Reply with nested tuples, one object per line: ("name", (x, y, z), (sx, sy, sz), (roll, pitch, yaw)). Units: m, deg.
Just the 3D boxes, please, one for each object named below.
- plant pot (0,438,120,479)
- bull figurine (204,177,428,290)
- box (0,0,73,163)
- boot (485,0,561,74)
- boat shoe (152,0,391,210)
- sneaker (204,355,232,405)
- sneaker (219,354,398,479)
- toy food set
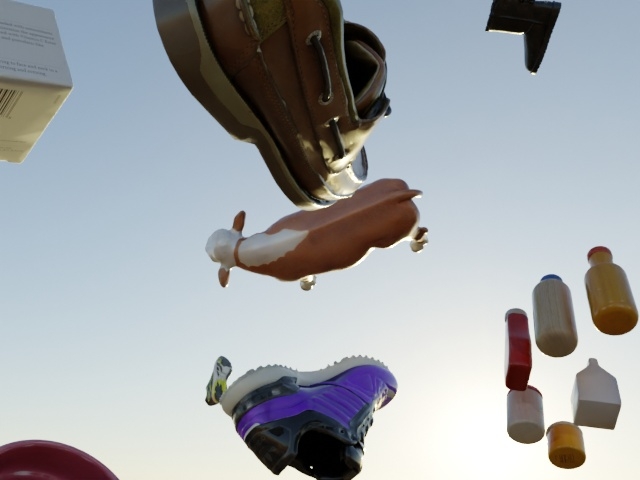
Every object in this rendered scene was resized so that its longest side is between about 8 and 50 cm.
("plant pot", (-0.329, 0.354, 0.714), (0.201, 0.201, 0.180), (22, -68, -40))
("bull figurine", (0.000, 0.000, 0.894), (0.310, 0.101, 0.188), (-16, -15, 17))
("box", (-0.418, -0.187, 0.759), (0.181, 0.119, 0.182), (-2, -24, -46))
("boot", (0.304, -0.324, 1.004), (0.099, 0.045, 0.121), (14, -52, 7))
("boat shoe", (0.004, -0.099, 0.478), (0.104, 0.111, 0.307), (-17, -13, 14))
("sneaker", (-0.157, 0.210, 0.976), (0.035, 0.083, 0.031), (-35, -60, 30))
("sneaker", (0.016, 0.236, 0.827), (0.293, 0.146, 0.102), (5, -53, -47))
("toy food set", (0.249, 0.122, 0.682), (0.111, 0.104, 0.232), (4, -55, 12))
